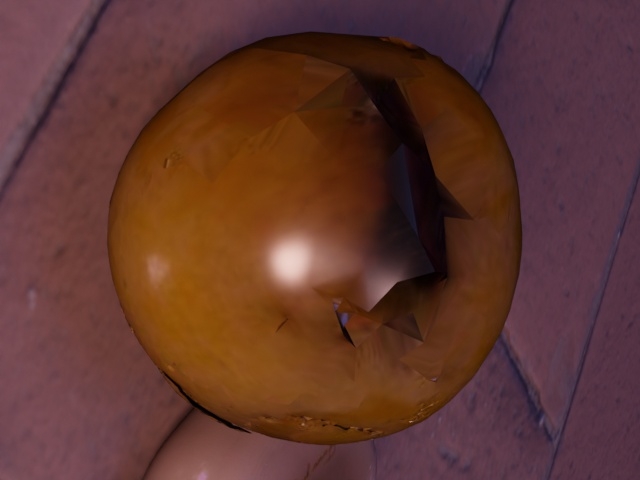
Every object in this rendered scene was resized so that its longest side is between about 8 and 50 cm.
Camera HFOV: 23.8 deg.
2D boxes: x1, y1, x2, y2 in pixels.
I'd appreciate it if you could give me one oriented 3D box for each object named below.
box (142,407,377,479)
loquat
[{"bbox_3d":[-0.036,0.155,0.934,0.200,0.088,0.146,-42,128,-48],"label":"box"},{"bbox_3d":[0.000,0.000,0.837,0.235,0.235,0.235,-15,107,-58],"label":"loquat"}]
